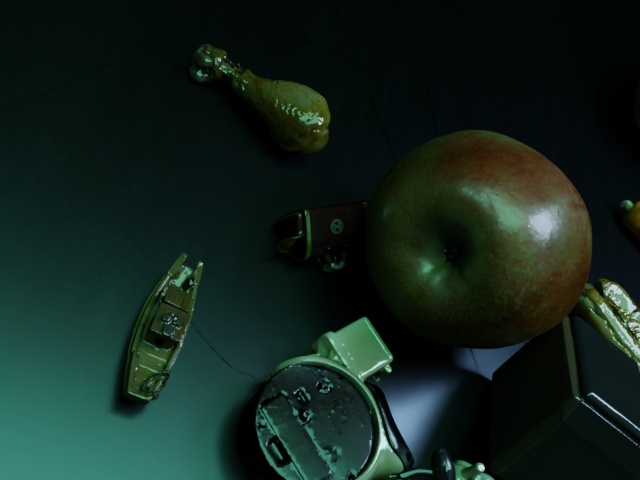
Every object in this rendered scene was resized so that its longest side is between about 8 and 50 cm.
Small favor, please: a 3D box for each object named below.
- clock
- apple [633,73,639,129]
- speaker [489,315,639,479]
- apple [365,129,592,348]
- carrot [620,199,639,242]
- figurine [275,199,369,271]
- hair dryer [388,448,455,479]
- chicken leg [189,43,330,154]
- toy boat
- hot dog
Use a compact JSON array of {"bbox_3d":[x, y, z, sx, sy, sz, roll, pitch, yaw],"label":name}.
[{"bbox_3d":[0.072,0.301,1.038,0.276,0.120,0.379,-29,79,-35],"label":"clock"},{"bbox_3d":[0.819,-0.295,1.679,0.357,0.357,0.357,14,57,-22],"label":"apple"},{"bbox_3d":[0.340,0.245,1.136,0.153,0.192,0.231,39,25,-5],"label":"speaker"},{"bbox_3d":[0.213,0.006,1.155,0.319,0.319,0.277,53,38,7],"label":"apple"},{"bbox_3d":[0.658,0.027,1.571,0.061,0.061,0.256,-27,81,-38],"label":"carrot"},{"bbox_3d":[0.000,0.000,1.207,0.154,0.082,0.098,-12,89,-34],"label":"figurine"},{"bbox_3d":[0.123,0.294,0.990,0.083,0.031,0.079,-3,70,-7],"label":"hair dryer"},{"bbox_3d":[-0.091,-0.225,1.276,0.251,0.087,0.107,32,40,-1],"label":"chicken leg"},{"bbox_3d":[-0.195,0.107,1.026,0.064,0.072,0.206,27,54,-16],"label":"toy boat"},{"bbox_3d":[0.526,0.179,1.395,0.109,0.072,0.269,-23,74,-35],"label":"hot dog"}]
